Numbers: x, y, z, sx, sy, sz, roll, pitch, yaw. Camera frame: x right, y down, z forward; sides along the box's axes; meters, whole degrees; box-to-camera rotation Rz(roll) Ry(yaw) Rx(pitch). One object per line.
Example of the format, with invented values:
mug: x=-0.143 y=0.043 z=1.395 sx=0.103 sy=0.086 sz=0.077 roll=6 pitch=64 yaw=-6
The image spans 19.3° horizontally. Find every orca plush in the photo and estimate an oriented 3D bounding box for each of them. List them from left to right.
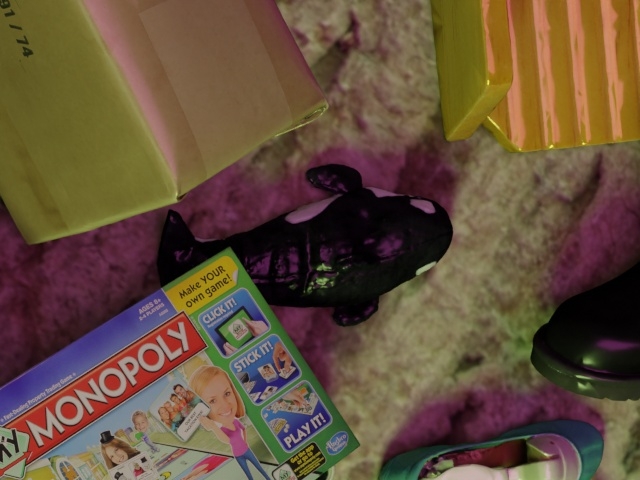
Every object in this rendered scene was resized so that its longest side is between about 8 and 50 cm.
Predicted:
orca plush: x=0.000 y=0.000 z=1.726 sx=0.287 sy=0.102 sz=0.151 roll=9 pitch=87 yaw=-20

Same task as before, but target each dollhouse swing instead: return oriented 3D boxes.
dollhouse swing: x=0.319 y=-0.252 z=1.736 sx=0.346 sy=0.305 sz=0.315 roll=-7 pitch=93 yaw=-21

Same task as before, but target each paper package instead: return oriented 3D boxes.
paper package: x=-0.194 y=-0.187 z=1.536 sx=0.168 sy=0.309 sz=0.325 roll=-34 pitch=102 yaw=-31

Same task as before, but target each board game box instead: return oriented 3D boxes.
board game box: x=-0.141 y=0.169 z=1.589 sx=0.317 sy=0.046 sz=0.213 roll=-33 pitch=90 yaw=-34

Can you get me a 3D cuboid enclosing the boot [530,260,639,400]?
boot: x=0.353 y=-0.010 z=1.801 sx=0.348 sy=0.131 sz=0.260 roll=-17 pitch=122 yaw=-29

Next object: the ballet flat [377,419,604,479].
ballet flat: x=0.178 y=0.226 z=1.803 sx=0.247 sy=0.087 sz=0.083 roll=-8 pitch=93 yaw=-20

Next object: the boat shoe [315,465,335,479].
boat shoe: x=-0.129 y=0.174 z=1.685 sx=0.302 sy=0.094 sz=0.109 roll=7 pitch=88 yaw=-20
